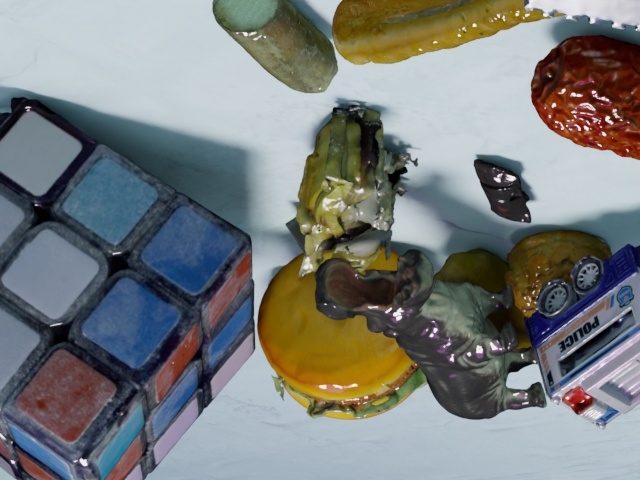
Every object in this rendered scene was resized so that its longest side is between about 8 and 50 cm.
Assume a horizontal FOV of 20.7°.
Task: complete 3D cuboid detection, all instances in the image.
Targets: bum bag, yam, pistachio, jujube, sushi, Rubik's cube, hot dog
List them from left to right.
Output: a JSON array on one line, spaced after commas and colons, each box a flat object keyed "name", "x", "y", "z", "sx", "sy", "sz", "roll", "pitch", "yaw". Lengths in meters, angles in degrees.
[{"name": "Rubik's cube", "x": -0.307, "y": 0.101, "z": 2.151, "sx": 0.363, "sy": 0.362, "sz": 0.359, "roll": 33, "pitch": 158, "yaw": 9}, {"name": "yam", "x": -0.043, "y": -0.203, "z": 1.742, "sx": 0.069, "sy": 0.070, "sz": 0.146, "roll": -2, "pitch": 154, "yaw": 35}, {"name": "sushi", "x": 0.037, "y": -0.038, "z": 2.011, "sx": 0.131, "sy": 0.139, "sz": 0.291, "roll": 7, "pitch": 157, "yaw": -3}, {"name": "hot dog", "x": 0.129, "y": -0.213, "z": 1.590, "sx": 0.286, "sy": 0.088, "sz": 0.061, "roll": -4, "pitch": 157, "yaw": 44}, {"name": "pistachio", "x": 0.203, "y": 0.078, "z": 2.208, "sx": 0.189, "sy": 0.100, "sz": 0.110, "roll": 29, "pitch": 124, "yaw": -34}, {"name": "bum bag", "x": 0.209, "y": -0.054, "z": 1.997, "sx": 0.058, "sy": 0.034, "sz": 0.124, "roll": 19, "pitch": 162, "yaw": 28}, {"name": "jujube", "x": 0.286, "y": -0.135, "z": 1.667, "sx": 0.176, "sy": 0.109, "sz": 0.112, "roll": 16, "pitch": -164, "yaw": -27}]

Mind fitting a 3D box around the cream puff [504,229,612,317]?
[{"name": "cream puff", "x": 0.290, "y": 0.050, "z": 2.111, "sx": 0.126, "sy": 0.103, "sz": 0.144, "roll": 30, "pitch": 148, "yaw": -32}]

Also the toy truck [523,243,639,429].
[{"name": "toy truck", "x": 0.369, "y": 0.079, "z": 1.960, "sx": 0.124, "sy": 0.155, "sz": 0.268, "roll": 29, "pitch": 125, "yaw": -33}]

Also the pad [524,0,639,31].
[{"name": "pad", "x": 0.305, "y": -0.253, "z": 1.386, "sx": 0.269, "sy": 0.012, "sz": 0.269, "roll": 12, "pitch": 142, "yaw": 3}]

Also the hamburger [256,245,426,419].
[{"name": "hamburger", "x": 0.041, "y": 0.130, "z": 2.271, "sx": 0.246, "sy": 0.246, "sz": 0.170, "roll": 7, "pitch": 152, "yaw": 17}]

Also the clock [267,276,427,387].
[{"name": "clock", "x": 0.073, "y": 0.139, "z": 2.475, "sx": 0.308, "sy": 0.096, "sz": 0.235, "roll": 8, "pitch": 157, "yaw": 10}]

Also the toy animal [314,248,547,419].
[{"name": "toy animal", "x": 0.145, "y": 0.100, "z": 2.064, "sx": 0.168, "sy": 0.106, "sz": 0.343, "roll": -22, "pitch": 138, "yaw": 28}]

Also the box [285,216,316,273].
[{"name": "box", "x": 0.000, "y": 0.000, "z": 2.202, "sx": 0.063, "sy": 0.060, "sz": 0.085, "roll": 53, "pitch": 179, "yaw": 29}]
